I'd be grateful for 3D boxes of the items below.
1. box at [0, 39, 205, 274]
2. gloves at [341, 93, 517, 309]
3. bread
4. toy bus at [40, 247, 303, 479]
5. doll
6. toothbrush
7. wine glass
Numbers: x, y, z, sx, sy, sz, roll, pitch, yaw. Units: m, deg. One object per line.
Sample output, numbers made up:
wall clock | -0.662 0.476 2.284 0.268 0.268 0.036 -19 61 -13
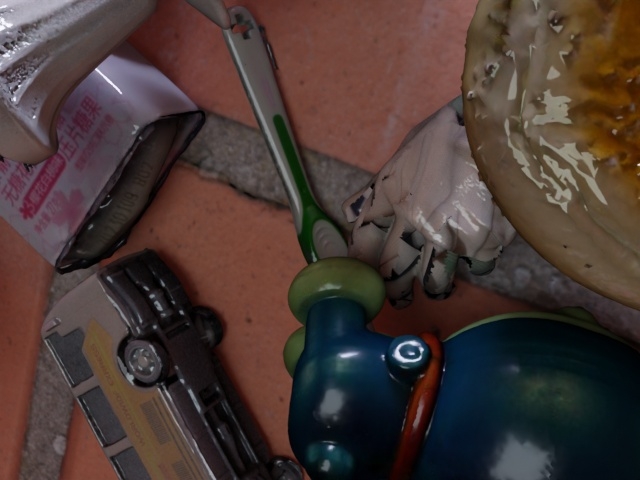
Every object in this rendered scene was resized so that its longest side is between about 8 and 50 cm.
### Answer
box | -0.290 -0.155 0.872 0.370 0.112 0.190 42 116 11
gloves | 0.085 -0.021 0.740 0.127 0.111 0.212 40 106 6
bread | 0.235 -0.093 0.598 0.306 0.159 0.305 0 92 -1
toy bus | -0.123 0.182 0.883 0.138 0.097 0.342 -30 90 33
doll | 0.116 0.139 0.696 0.322 0.186 0.198 9 135 9
toothbrush | 0.003 -0.001 0.813 0.040 0.042 0.418 -14 98 57
wine glass | -0.181 -0.167 0.712 0.196 0.165 0.165 -32 87 -4
